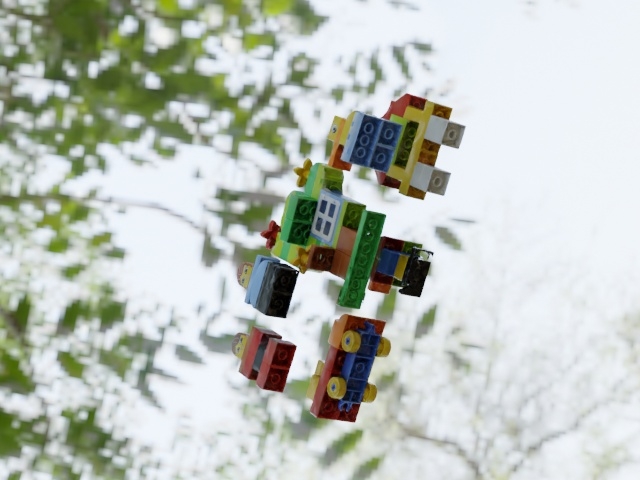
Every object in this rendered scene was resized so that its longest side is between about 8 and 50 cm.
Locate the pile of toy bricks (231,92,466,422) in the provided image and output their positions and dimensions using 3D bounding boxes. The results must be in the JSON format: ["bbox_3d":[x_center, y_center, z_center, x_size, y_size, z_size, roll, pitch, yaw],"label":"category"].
[{"bbox_3d":[0.000,0.000,1.081,0.118,0.105,0.212,13,-82,-34],"label":"pile of toy bricks"}]
